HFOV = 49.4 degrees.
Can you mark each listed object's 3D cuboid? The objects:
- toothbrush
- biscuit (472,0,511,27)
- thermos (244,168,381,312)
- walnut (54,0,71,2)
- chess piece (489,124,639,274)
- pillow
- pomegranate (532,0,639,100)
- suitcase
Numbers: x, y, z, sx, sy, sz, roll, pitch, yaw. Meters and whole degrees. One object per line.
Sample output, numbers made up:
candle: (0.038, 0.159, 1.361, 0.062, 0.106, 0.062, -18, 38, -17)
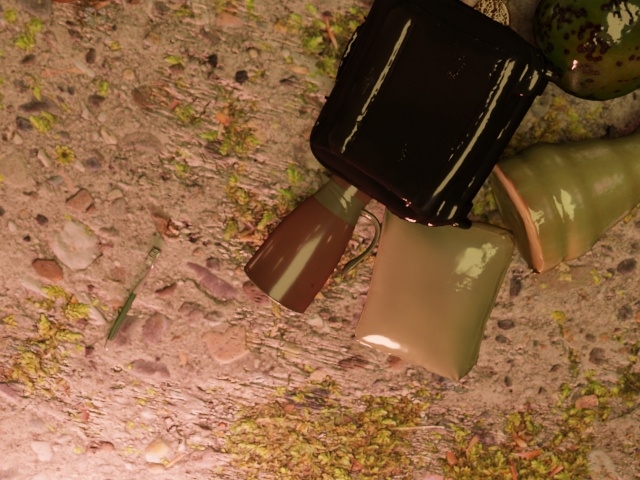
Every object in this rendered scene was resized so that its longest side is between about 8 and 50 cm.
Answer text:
toothbrush: (-0.387, 0.122, 1.421, 0.024, 0.018, 0.257, 28, 107, -7)
biscuit: (0.285, -0.332, 1.254, 0.138, 0.031, 0.205, 11, 109, -5)
thermos: (0.000, 0.000, 1.317, 0.176, 0.146, 0.265, 38, 98, -2)
walnut: (-0.446, -0.506, 1.083, 0.273, 0.273, 0.227, -42, 71, 13)
chess piece: (0.544, -0.125, 1.241, 0.442, 0.234, 0.234, -24, 108, 2)
pillow: (0.213, 0.095, 1.338, 0.255, 0.120, 0.322, 20, 114, 16)
pomegranate: (0.467, -0.365, 1.147, 0.254, 0.270, 0.254, -19, 139, -17)
suitcase: (0.169, -0.226, 1.162, 0.339, 0.188, 0.345, 38, 112, 27)
